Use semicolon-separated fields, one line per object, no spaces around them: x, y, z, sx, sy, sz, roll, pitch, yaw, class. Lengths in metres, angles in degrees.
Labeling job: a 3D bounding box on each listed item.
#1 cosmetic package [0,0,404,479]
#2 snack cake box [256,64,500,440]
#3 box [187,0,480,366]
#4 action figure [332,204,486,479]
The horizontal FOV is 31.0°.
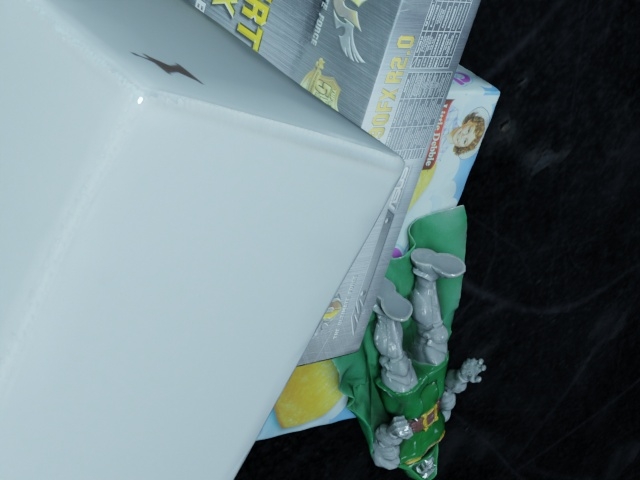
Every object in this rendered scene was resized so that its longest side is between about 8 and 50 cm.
-0.179;0.091;0.566;0.161;0.230;0.453;11;113;-48;cosmetic package
0.000;0.000;0.773;0.152;0.089;0.264;-5;124;-40;snack cake box
-0.022;-0.078;0.614;0.056;0.183;0.231;-7;126;-40;box
0.065;0.099;0.802;0.137;0.063;0.232;-36;144;-23;action figure
